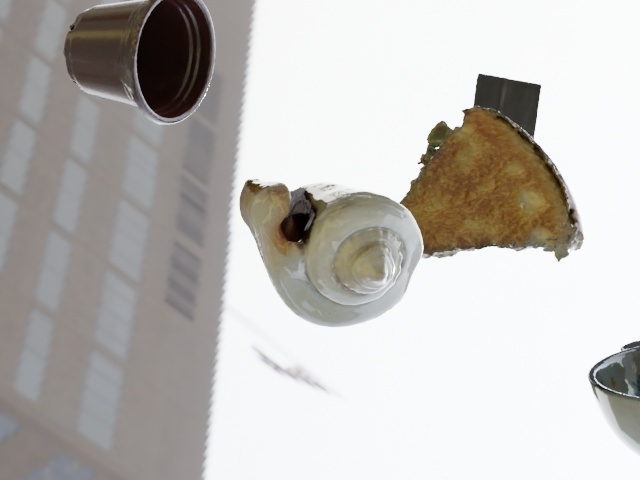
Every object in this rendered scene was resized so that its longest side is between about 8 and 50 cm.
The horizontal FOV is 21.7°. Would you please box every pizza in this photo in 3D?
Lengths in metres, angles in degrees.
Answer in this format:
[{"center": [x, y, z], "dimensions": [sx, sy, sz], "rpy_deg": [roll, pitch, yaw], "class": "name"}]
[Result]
[{"center": [0.116, -0.022, 1.437], "dimensions": [0.195, 0.052, 0.185], "rpy_deg": [-26, -124, -8], "class": "pizza"}]

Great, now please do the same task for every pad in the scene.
[{"center": [0.182, -0.107, 1.689], "dimensions": [0.193, 0.004, 0.116], "rpy_deg": [-144, -119, -74], "class": "pad"}]

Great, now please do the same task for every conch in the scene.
[{"center": [0.000, -0.010, 1.069], "dimensions": [0.176, 0.104, 0.094], "rpy_deg": [-120, -153, -50], "class": "conch"}]

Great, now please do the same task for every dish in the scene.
[{"center": [0.322, 0.135, 1.273], "dimensions": [0.228, 0.086, 0.236], "rpy_deg": [-6, -170, 4], "class": "dish"}]

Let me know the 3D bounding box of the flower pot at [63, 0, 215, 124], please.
[{"center": [-0.150, -0.150, 1.325], "dimensions": [0.089, 0.111, 0.111], "rpy_deg": [10, -118, 30], "class": "flower pot"}]
